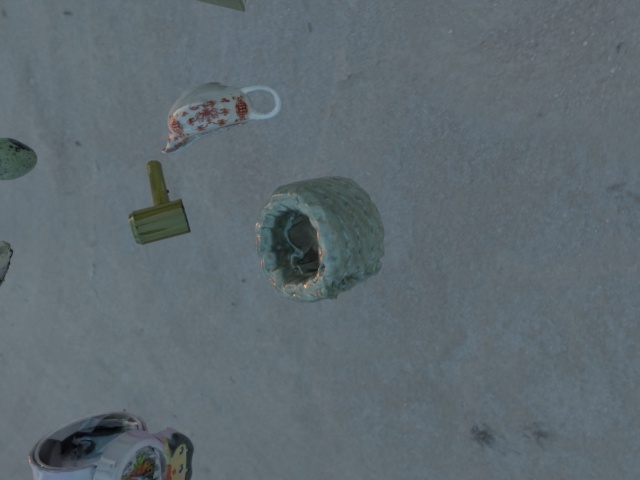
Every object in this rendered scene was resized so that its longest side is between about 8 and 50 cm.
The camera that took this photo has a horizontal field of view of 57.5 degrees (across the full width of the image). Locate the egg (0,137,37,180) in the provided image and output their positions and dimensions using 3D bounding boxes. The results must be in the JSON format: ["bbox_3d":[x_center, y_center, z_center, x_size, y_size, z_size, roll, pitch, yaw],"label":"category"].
[{"bbox_3d":[-0.625,-0.164,1.168,0.085,0.110,0.085,14,110,44],"label":"egg"}]

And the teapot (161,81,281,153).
[{"bbox_3d":[-0.193,-0.239,1.088,0.245,0.159,0.116,-10,88,16],"label":"teapot"}]

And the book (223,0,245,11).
[{"bbox_3d":[-0.283,-0.545,1.225,0.239,0.352,0.035,11,104,-6],"label":"book"}]

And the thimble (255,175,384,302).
[{"bbox_3d":[0.000,0.000,1.338,0.291,0.195,0.292,21,119,43],"label":"thimble"}]

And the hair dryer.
[{"bbox_3d":[-0.425,-0.108,1.499,0.090,0.134,0.279,84,167,-47],"label":"hair dryer"}]

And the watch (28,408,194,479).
[{"bbox_3d":[-0.378,0.414,1.053,0.231,0.244,0.196,0,102,25],"label":"watch"}]

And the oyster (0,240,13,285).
[{"bbox_3d":[-0.606,0.047,0.941,0.081,0.191,0.163,-37,63,29],"label":"oyster"}]
